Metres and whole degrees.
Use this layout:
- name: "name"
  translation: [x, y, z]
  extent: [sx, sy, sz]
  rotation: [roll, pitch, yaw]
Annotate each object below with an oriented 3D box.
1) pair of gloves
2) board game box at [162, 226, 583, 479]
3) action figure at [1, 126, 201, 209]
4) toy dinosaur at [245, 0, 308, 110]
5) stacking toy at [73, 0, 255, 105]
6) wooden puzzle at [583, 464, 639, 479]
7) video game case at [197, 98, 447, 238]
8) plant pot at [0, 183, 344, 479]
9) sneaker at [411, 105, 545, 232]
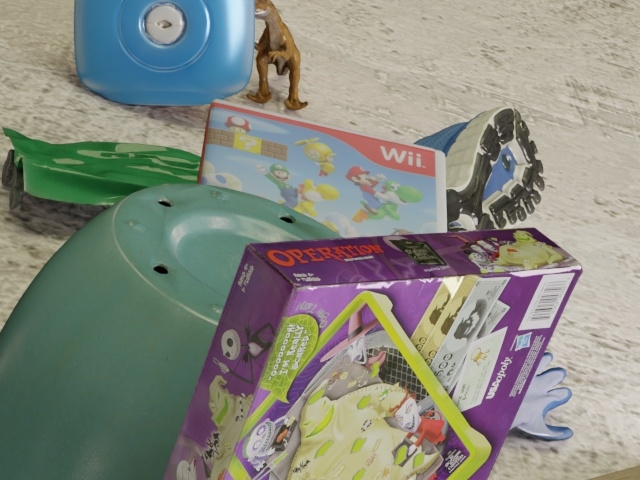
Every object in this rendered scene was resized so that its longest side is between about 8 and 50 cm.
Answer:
- name: "pair of gloves"
  translation: [0.143, 0.084, 1.512]
  extent: [0.198, 0.023, 0.159]
  rotation: [58, 32, 5]
- name: "board game box"
  translation: [-0.002, 0.153, 1.001]
  extent: [0.208, 0.347, 0.056]
  rotation: [-6, 36, -45]
- name: "action figure"
  translation: [-0.154, -0.045, 1.593]
  extent: [0.232, 0.063, 0.137]
  rotation: [7, 27, -20]
- name: "toy dinosaur"
  translation: [-0.040, -0.192, 1.947]
  extent: [0.064, 0.112, 0.211]
  rotation: [2, -17, 6]
- name: "stacking toy"
  translation: [-0.160, -0.247, 1.911]
  extent: [0.175, 0.166, 0.302]
  rotation: [1, 16, -5]
- name: "wooden puzzle"
  translation: [0.298, 0.231, 1.295]
  extent: [0.348, 0.080, 0.322]
  rotation: [-5, 26, -32]
- name: "video game case"
  translation: [0.000, 0.000, 1.441]
  extent: [0.204, 0.025, 0.285]
  rotation: [12, 38, -7]
- name: "plant pot"
  translation: [-0.078, 0.108, 1.160]
  extent: [0.293, 0.235, 0.293]
  rotation: [17, 27, -9]
- name: "sneaker"
  translation: [0.076, 0.001, 1.635]
  extent: [0.147, 0.130, 0.330]
  rotation: [-13, 22, 38]
